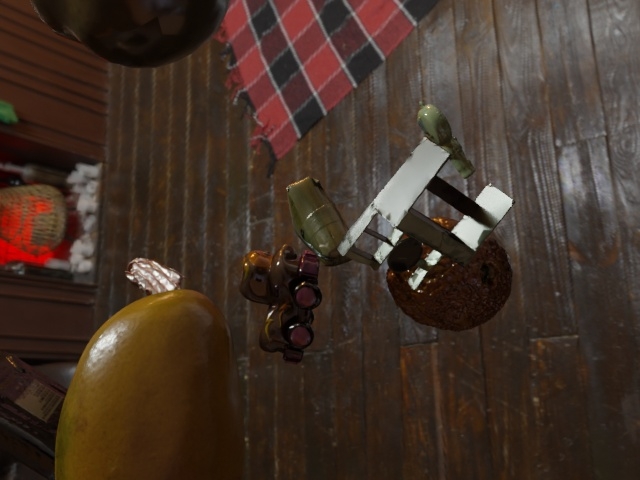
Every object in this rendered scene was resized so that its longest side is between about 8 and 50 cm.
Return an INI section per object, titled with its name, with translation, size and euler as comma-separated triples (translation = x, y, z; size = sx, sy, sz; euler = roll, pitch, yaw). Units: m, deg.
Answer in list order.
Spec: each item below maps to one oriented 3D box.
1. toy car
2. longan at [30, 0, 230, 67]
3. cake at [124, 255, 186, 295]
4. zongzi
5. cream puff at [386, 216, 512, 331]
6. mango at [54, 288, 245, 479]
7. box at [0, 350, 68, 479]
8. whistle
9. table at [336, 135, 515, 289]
[toy car]
translation = -0.124, 0.179, 1.880
size = 0.240, 0.271, 0.341
euler = 9, 95, -2
[longan]
translation = -0.344, -0.497, 1.177
size = 0.404, 0.336, 0.405
euler = -6, 63, 12
[cake]
translation = -0.445, 0.116, 1.738
size = 0.098, 0.135, 0.287
euler = -53, 28, -17
[zongzi]
translation = 0.000, 0.000, 1.557
size = 0.228, 0.115, 0.256
euler = 61, 163, 27
[cream puff]
translation = 0.286, 0.096, 1.483
size = 0.303, 0.303, 0.212
euler = 9, 56, 40
[mango]
translation = -0.266, 0.298, 1.045
size = 0.300, 0.232, 0.446
euler = 7, 79, -2
[box]
translation = -0.618, 0.360, 1.359
size = 0.073, 0.289, 0.290
euler = -52, 10, 2
[whistle]
translation = 0.355, -0.290, 1.846
size = 0.067, 0.126, 0.258
euler = -36, 91, 0
[table]
translation = 0.130, -0.017, 0.787
size = 0.175, 0.146, 0.062
euler = -54, 40, 13
